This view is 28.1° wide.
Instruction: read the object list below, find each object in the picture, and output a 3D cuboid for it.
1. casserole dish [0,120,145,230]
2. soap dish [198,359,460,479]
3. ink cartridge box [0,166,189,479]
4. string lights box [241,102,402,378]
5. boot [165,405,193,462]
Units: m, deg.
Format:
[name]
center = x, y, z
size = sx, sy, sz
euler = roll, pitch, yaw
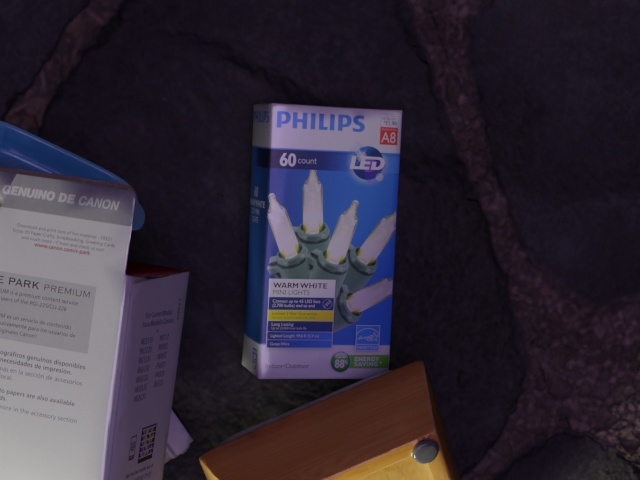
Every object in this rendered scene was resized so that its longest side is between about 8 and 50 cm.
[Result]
[casserole dish]
center = -0.253, -0.046, 1.168
size = 0.188, 0.114, 0.037
euler = 25, 119, -13
[soap dish]
center = 0.039, 0.286, 1.217
size = 0.228, 0.118, 0.291
euler = -22, 115, -7
[ink cartridge box]
center = -0.282, 0.070, 1.088
size = 0.309, 0.130, 0.272
euler = 9, 93, 16
[string lights box]
center = 0.000, 0.000, 1.238
size = 0.133, 0.077, 0.260
euler = 1, 95, -16
[boot]
center = -0.235, 0.119, 1.188
size = 0.123, 0.095, 0.258
euler = -33, 98, -8
